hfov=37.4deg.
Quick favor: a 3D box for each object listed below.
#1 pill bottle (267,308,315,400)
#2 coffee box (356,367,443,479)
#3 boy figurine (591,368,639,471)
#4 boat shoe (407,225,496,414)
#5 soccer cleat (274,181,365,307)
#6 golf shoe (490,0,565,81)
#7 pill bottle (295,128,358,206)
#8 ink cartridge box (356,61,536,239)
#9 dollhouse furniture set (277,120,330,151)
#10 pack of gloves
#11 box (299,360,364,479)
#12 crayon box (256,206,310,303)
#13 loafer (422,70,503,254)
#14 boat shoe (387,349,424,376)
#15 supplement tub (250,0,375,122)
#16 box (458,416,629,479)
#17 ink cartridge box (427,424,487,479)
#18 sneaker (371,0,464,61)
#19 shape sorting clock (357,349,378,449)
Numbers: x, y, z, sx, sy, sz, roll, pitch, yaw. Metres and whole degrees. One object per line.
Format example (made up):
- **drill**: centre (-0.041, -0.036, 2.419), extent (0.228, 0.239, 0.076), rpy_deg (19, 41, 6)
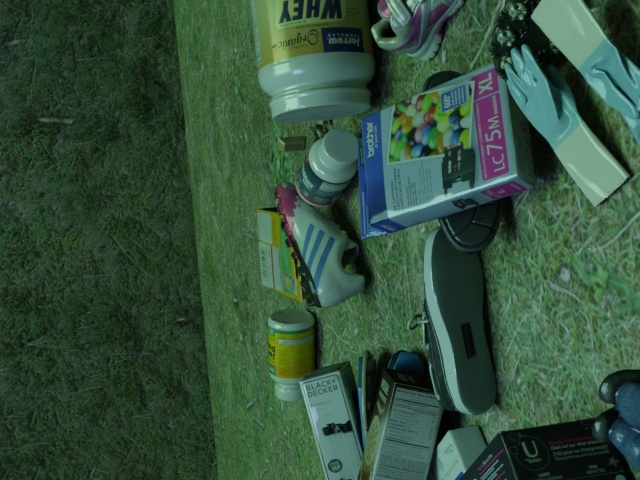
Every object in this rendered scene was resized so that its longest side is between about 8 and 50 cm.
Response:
- **pill bottle**: centre (-0.071, 0.284, 2.338), extent (0.117, 0.118, 0.208), rpy_deg (-143, 49, -64)
- **coffee box**: centre (0.138, 0.363, 1.668), extent (0.141, 0.098, 0.246), rpy_deg (-151, 74, -84)
- **boy figurine**: centre (0.412, 0.241, 1.025), extent (0.285, 0.092, 0.177), rpy_deg (-137, 45, -60)
- **boat shoe**: centre (0.206, 0.128, 1.531), extent (0.105, 0.113, 0.306), rpy_deg (-7, 98, 56)
- **soccer cleat**: centre (0.000, 0.000, 2.031), extent (0.116, 0.143, 0.331), rpy_deg (80, 171, -56)
- **golf shoe**: centre (0.288, -0.335, 1.225), extent (0.120, 0.105, 0.272), rpy_deg (-78, -4, -50)
- **pill bottle**: centre (0.019, -0.154, 1.972), extent (0.180, 0.108, 0.107), rpy_deg (123, 137, -60)
- **ink cartridge box**: centre (0.162, -0.127, 1.398), extent (0.311, 0.065, 0.185), rpy_deg (-20, 64, 40)
- **dollhouse furniture set**: centre (-0.044, -0.247, 2.113), extent (0.081, 0.114, 0.091), rpy_deg (-117, 26, -54)
- **pack of gloves**: centre (0.332, -0.184, 1.165), extent (0.232, 0.046, 0.195), rpy_deg (56, 151, 14)
- **box**: centre (0.048, 0.403, 1.936), extent (0.169, 0.087, 0.289), rpy_deg (8, -114, -80)
- **crayon box**: centre (-0.067, 0.029, 2.302), extent (0.323, 0.083, 0.203), rpy_deg (-164, 69, -70)
- **loafer**: centre (0.218, -0.115, 1.473), extent (0.095, 0.109, 0.302), rpy_deg (82, -179, -70)
- **boat shoe**: centre (0.156, 0.336, 1.785), extent (0.089, 0.109, 0.258), rpy_deg (-156, 79, -80)
- **supplement tub**: centre (-0.016, -0.398, 1.814), extent (0.228, 0.229, 0.316), rpy_deg (169, 94, -70)
- **box**: centre (0.291, 0.360, 1.287), extent (0.247, 0.164, 0.142), rpy_deg (110, 150, -52)
- **ink cartridge box**: centre (0.266, 0.488, 1.546), extent (0.165, 0.065, 0.332), rpy_deg (111, 148, -52)
- **sneaker**: centre (0.154, -0.386, 1.516), extent (0.252, 0.111, 0.103), rpy_deg (110, 148, -50)
- **shape sorting clock**: centre (0.101, 0.323, 1.894), extent (0.206, 0.040, 0.206), rpy_deg (-5, -90, -85)
